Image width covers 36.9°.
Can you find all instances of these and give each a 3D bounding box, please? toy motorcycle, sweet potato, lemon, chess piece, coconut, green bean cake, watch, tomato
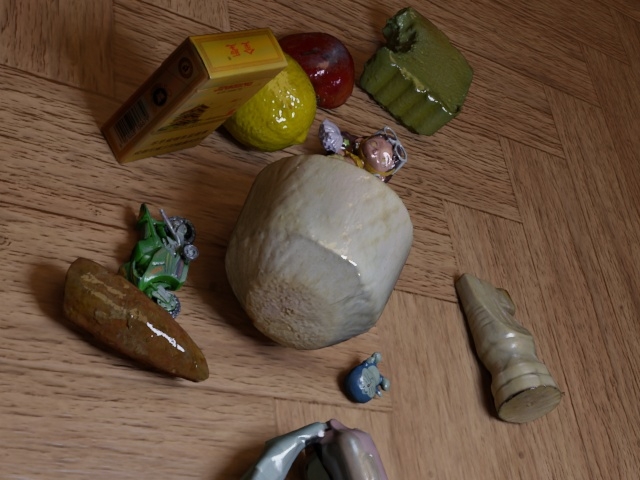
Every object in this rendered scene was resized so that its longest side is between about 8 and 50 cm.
[{"bbox_3d":[-0.248,0.033,1.449,0.106,0.074,0.190,21,49,-19],"label":"toy motorcycle"},{"bbox_3d":[-0.261,0.121,1.353,0.252,0.097,0.097,39,43,-15],"label":"sweet potato"},{"bbox_3d":[-0.097,-0.252,1.694,0.193,0.180,0.180,25,42,8],"label":"lemon"},{"bbox_3d":[0.348,0.192,1.835,0.137,0.137,0.301,13,43,-35],"label":"chess piece"},{"bbox_3d":[0.000,0.000,1.517,0.329,0.329,0.328,22,49,-29],"label":"coconut"},{"bbox_3d":[0.203,-0.362,2.074,0.233,0.124,0.236,41,43,-13],"label":"green bean cake"},{"bbox_3d":[-0.030,0.397,1.338,0.241,0.162,0.253,-7,64,-30],"label":"watch"},{"bbox_3d":[-0.001,-0.358,1.910,0.189,0.099,0.173,26,49,-24],"label":"tomato"}]

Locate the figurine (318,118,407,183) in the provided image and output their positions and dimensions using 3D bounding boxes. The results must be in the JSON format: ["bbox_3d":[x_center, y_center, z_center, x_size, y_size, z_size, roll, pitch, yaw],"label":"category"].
[{"bbox_3d":[0.050,-0.135,1.789,0.240,0.116,0.174,-22,75,-41],"label":"figurine"}]

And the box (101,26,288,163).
[{"bbox_3d":[-0.200,-0.227,1.511,0.174,0.274,0.076,-23,82,-47],"label":"box"}]

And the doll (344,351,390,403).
[{"bbox_3d":[0.076,0.236,1.598,0.083,0.050,0.076,-34,104,-50],"label":"doll"}]
